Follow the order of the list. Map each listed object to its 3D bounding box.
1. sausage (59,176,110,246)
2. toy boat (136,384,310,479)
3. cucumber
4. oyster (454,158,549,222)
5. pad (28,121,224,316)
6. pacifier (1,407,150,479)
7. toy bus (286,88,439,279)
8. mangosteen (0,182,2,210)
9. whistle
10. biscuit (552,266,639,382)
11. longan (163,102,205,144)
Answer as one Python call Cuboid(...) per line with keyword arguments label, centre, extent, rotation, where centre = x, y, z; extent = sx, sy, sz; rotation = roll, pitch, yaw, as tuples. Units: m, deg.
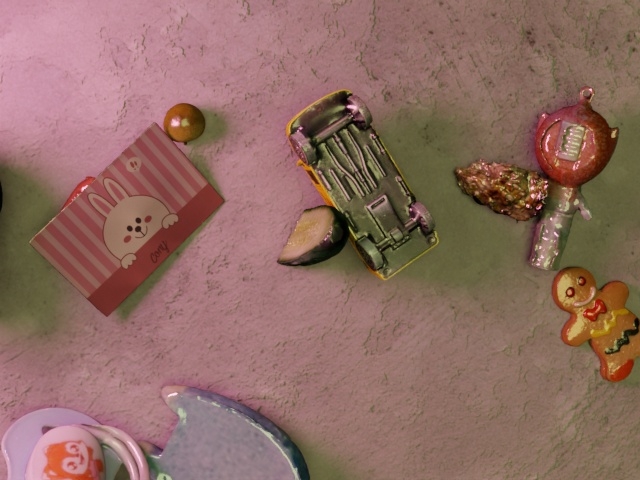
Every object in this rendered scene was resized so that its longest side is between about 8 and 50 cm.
Cuboid(label="sausage", centre=(-0.416, -0.050, 1.678), extent=(0.076, 0.076, 0.141), rotation=(32, 91, -9))
Cuboid(label="toy boat", centre=(-0.168, 0.396, 1.743), extent=(0.329, 0.123, 0.215), rotation=(25, 94, 2))
Cuboid(label="cucumber", centre=(0.000, 0.000, 1.665), extent=(0.063, 0.244, 0.115), rotation=(27, 82, -13))
Cuboid(label="oyster", centre=(0.333, -0.098, 1.775), extent=(0.177, 0.056, 0.105), rotation=(30, 125, 12))
Cuboid(label="pad", centre=(-0.333, -0.035, 1.677), extent=(0.300, 0.005, 0.202), rotation=(-45, 118, -10))
Cuboid(label="pacifier", centre=(-0.450, 0.446, 1.658), extent=(0.244, 0.300, 0.233), rotation=(18, 131, -26))
Cuboid(label="toy bus", centre=(0.066, -0.101, 1.709), extent=(0.144, 0.152, 0.330), rotation=(-34, 100, -10))
Cuboid(label="mangosteen", centre=(-0.660, -0.037, 1.523), extent=(0.296, 0.297, 0.314), rotation=(3, 55, -9))
Cuboid(label="whistle", centre=(0.456, -0.116, 1.783), extent=(0.142, 0.134, 0.346), rotation=(13, 101, 5))
Cuboid(label="biscuit", centre=(0.546, 0.154, 1.857), extent=(0.165, 0.036, 0.250), rotation=(-42, 98, -5))
Cuboid(label="longan", centre=(-0.242, -0.203, 1.703), extent=(0.075, 0.075, 0.083), rotation=(-10, 137, -8))
